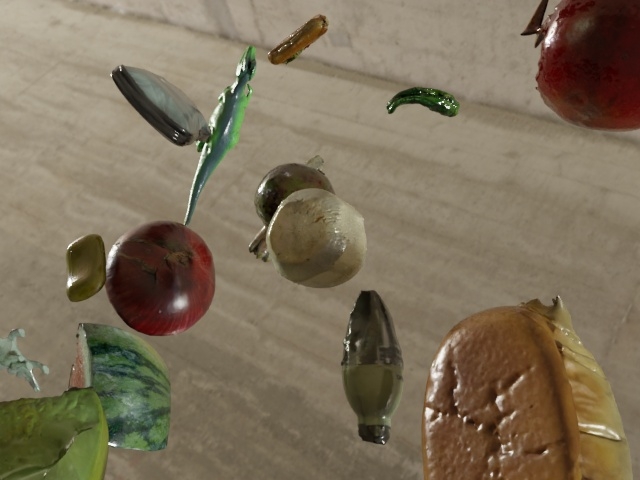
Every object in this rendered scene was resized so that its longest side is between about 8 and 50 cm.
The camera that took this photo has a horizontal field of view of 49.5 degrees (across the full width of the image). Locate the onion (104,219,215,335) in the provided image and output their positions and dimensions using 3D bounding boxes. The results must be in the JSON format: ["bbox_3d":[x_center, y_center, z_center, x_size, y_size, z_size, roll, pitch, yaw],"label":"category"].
[{"bbox_3d":[-0.309,0.072,1.395,0.162,0.248,0.248,-5,-48,33],"label":"onion"}]

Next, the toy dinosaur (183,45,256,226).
[{"bbox_3d":[-0.298,-0.313,2.157,0.144,0.499,0.374,19,-31,-17],"label":"toy dinosaur"}]

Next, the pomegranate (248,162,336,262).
[{"bbox_3d":[-0.072,-0.060,1.563,0.202,0.247,0.202,35,-1,0],"label":"pomegranate"}]

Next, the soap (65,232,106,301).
[{"bbox_3d":[-0.444,0.052,1.315,0.089,0.140,0.045,-23,-34,14],"label":"soap"}]

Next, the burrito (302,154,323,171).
[{"bbox_3d":[-0.076,-0.136,1.767,0.060,0.226,0.086,33,-43,20],"label":"burrito"}]

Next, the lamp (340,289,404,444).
[{"bbox_3d":[0.084,0.197,1.105,0.101,0.249,0.101,1,-21,0],"label":"lamp"}]

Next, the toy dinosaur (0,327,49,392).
[{"bbox_3d":[-0.529,0.176,1.159,0.082,0.039,0.208,-9,-62,18],"label":"toy dinosaur"}]

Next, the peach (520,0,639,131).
[{"bbox_3d":[0.615,-0.400,1.325,0.335,0.406,0.310,45,-6,-40],"label":"peach"}]

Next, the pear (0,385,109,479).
[{"bbox_3d":[-0.439,0.374,0.871,0.318,0.343,0.238,-110,-158,-45],"label":"pear"}]

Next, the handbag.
[{"bbox_3d":[-0.315,-0.276,1.424,0.191,0.075,0.332,45,8,-7],"label":"handbag"}]

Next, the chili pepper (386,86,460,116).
[{"bbox_3d":[0.250,-0.327,1.651,0.182,0.050,0.073,3,-19,-13],"label":"chili pepper"}]

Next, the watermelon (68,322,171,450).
[{"bbox_3d":[-0.423,0.329,1.402,0.213,0.261,0.201,27,-57,-37],"label":"watermelon"}]

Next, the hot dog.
[{"bbox_3d":[-0.066,-0.556,1.958,0.236,0.092,0.062,-23,-67,44],"label":"hot dog"}]

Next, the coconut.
[{"bbox_3d":[-0.001,-0.003,1.146,0.161,0.160,0.162,24,1,26],"label":"coconut"}]

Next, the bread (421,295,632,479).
[{"bbox_3d":[0.246,0.268,0.869,0.183,0.388,0.236,25,-45,-24],"label":"bread"}]
